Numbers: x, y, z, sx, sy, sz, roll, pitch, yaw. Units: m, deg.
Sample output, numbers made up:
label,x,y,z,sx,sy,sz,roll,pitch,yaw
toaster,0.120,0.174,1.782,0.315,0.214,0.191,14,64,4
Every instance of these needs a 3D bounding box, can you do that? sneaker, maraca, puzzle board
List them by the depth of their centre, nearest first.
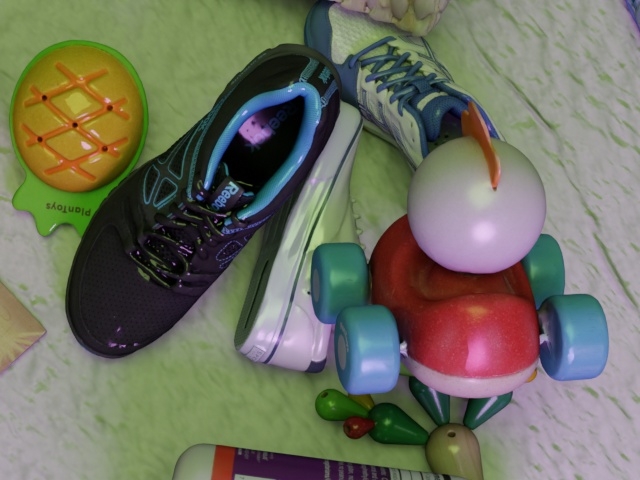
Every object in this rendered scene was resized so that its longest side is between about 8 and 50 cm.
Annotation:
label,x,y,z,sx,sy,sz,roll,pitch,yaw
sneaker,-0.112,-0.032,1.406,0.125,0.139,0.341,37,99,-9
puzzle board,-0.328,0.071,1.467,0.096,0.011,0.128,-43,82,-12
maraca,-0.225,-0.092,1.478,0.127,0.099,0.186,7,100,-2
sneaker,0.000,0.000,1.483,0.091,0.094,0.258,23,78,-18
sneaker,0.098,-0.131,1.495,0.112,0.131,0.296,-38,80,-11

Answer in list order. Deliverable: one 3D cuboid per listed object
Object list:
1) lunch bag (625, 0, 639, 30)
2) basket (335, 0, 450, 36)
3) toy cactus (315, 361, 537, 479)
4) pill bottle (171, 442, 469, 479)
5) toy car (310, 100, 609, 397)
label,x,y,z,sx,sy,sz,roll,pitch,yaw
lunch bag,0.411,-0.216,1.567,0.176,0.090,0.219,-21,79,-13
basket,0.029,-0.413,1.433,0.328,0.331,0.266,21,61,4
toy cactus,0.113,0.150,1.445,0.219,0.112,0.180,-17,87,-18
pill bottle,0.027,0.279,1.353,0.323,0.181,0.181,8,74,-3
toy car,0.119,-0.013,1.327,0.219,0.210,0.238,-2,119,-12
